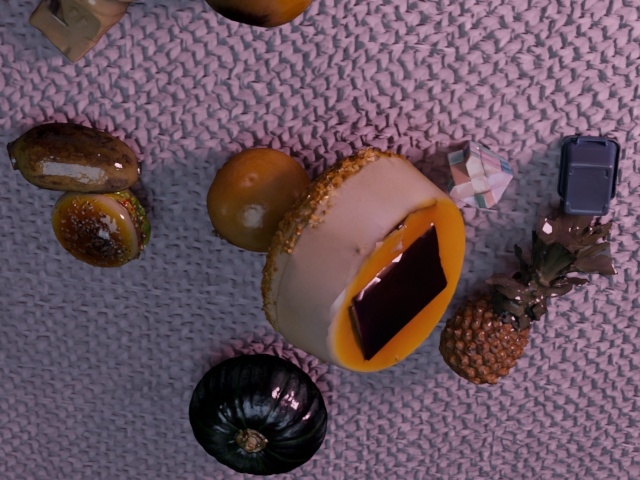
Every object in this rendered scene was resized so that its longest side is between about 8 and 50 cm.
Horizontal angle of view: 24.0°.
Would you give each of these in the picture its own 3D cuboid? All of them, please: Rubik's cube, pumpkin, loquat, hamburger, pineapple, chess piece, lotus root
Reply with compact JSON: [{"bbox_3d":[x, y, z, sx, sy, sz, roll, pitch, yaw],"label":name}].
[{"bbox_3d":[0.192,-0.078,1.890,0.084,0.075,0.073,30,112,6],"label":"Rubik's cube"},{"bbox_3d":[-0.089,0.254,2.163,0.202,0.140,0.202,3,127,5],"label":"pumpkin"},{"bbox_3d":[-0.072,-0.316,1.718,0.163,0.137,0.163,17,129,22],"label":"loquat"},{"bbox_3d":[0.046,0.025,1.874,0.179,0.276,0.294,31,156,32],"label":"hamburger"},{"bbox_3d":[0.273,0.076,1.973,0.130,0.119,0.277,39,125,4],"label":"pineapple"},{"bbox_3d":[-0.293,-0.021,2.023,0.141,0.081,0.127,5,128,9],"label":"hamburger"},{"bbox_3d":[-0.275,-0.291,1.820,0.090,0.090,0.200,37,136,-18],"label":"chess piece"},{"bbox_3d":[-0.321,-0.108,1.957,0.179,0.089,0.080,6,148,-2],"label":"lotus root"},{"bbox_3d":[-0.078,-0.048,1.929,0.141,0.141,0.141,5,128,7],"label":"loquat"}]

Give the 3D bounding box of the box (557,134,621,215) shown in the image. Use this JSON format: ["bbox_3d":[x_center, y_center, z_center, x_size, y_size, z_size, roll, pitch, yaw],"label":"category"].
[{"bbox_3d":[0.335,-0.077,1.877,0.074,0.054,0.099,3,127,6],"label":"box"}]
